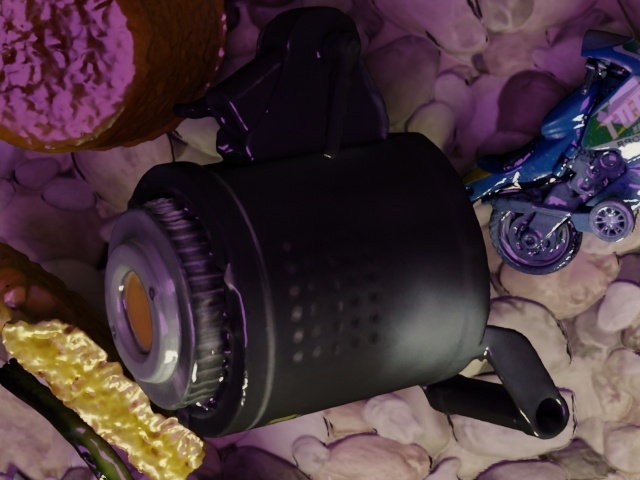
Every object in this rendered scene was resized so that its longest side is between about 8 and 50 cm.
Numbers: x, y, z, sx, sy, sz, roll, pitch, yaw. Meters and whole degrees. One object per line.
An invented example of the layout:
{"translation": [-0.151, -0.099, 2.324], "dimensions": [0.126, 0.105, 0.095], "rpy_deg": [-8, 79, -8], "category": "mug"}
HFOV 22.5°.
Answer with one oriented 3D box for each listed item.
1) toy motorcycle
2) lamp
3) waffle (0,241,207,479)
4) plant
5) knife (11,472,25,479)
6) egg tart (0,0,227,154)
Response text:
{"translation": [0.205, -0.074, 1.235], "dimensions": [0.135, 0.092, 0.254], "rpy_deg": [48, 120, -3], "category": "toy motorcycle"}
{"translation": [-0.019, 0.040, 1.200], "dimensions": [0.272, 0.205, 0.374], "rpy_deg": [-32, 108, -23], "category": "lamp"}
{"translation": [-0.204, 0.076, 1.288], "dimensions": [0.057, 0.219, 0.229], "rpy_deg": [-44, 118, -4], "category": "waffle"}
{"translation": [-0.150, 0.275, 1.327], "dimensions": [0.333, 0.251, 0.180], "rpy_deg": [46, 71, -31], "category": "plant"}
{"translation": [-0.186, 0.352, 1.502], "dimensions": [0.061, 0.027, 0.343], "rpy_deg": [-33, 102, 24], "category": "knife"}
{"translation": [-0.182, -0.158, 1.208], "dimensions": [0.215, 0.171, 0.215], "rpy_deg": [2, 106, 6], "category": "egg tart"}
